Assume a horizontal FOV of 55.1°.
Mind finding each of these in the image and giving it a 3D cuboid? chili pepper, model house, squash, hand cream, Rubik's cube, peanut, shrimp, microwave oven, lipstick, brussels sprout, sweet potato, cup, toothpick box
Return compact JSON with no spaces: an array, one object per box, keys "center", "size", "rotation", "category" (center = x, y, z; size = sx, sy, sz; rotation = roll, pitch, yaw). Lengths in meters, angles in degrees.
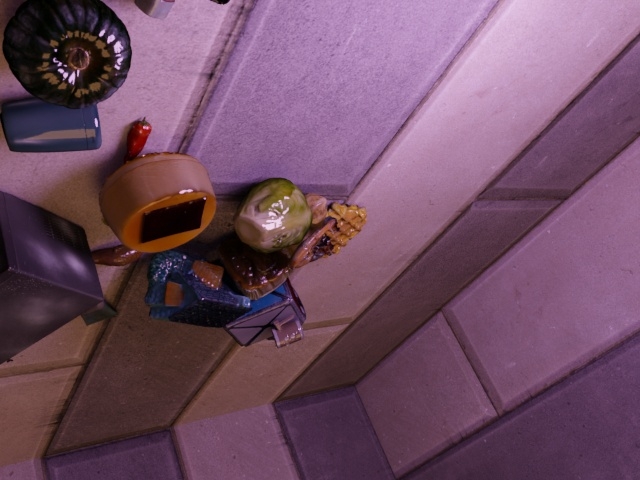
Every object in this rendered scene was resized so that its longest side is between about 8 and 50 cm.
[{"center":[-0.444,-0.226,1.464],"size":[0.045,0.027,0.178],"rotation":[-1,148,-40],"category":"chili pepper"},{"center":[-0.359,0.150,1.874],"size":[0.241,0.226,0.261],"rotation":[3,171,35],"category":"model house"},{"center":[-0.448,-0.340,1.098],"size":[0.218,0.173,0.218],"rotation":[-22,154,-12],"category":"squash"},{"center":[-0.735,0.211,1.958],"size":[0.111,0.070,0.312],"rotation":[-22,157,-12],"category":"hand cream"},{"center":[-0.227,0.191,2.135],"size":[0.260,0.259,0.255],"rotation":[-26,152,-2],"category":"Rubik's cube"},{"center":[-0.058,-0.060,1.969],"size":[0.253,0.122,0.137],"rotation":[-47,178,32],"category":"peanut"},{"center":[-0.006,-0.006,1.886],"size":[0.178,0.075,0.289],"rotation":[-52,163,28],"category":"shrimp"},{"center":[-0.826,0.124,1.535],"size":[0.431,0.236,0.374],"rotation":[-30,152,10],"category":"microwave oven"},{"center":[-0.267,-0.496,1.109],"size":[0.186,0.057,0.063],"rotation":[-49,173,28],"category":"lipstick"},{"center":[-0.142,-0.066,1.772],"size":[0.219,0.210,0.271],"rotation":[-23,-172,28],"category":"brussels sprout"},{"center":[-0.606,0.048,1.776],"size":[0.226,0.068,0.068],"rotation":[-11,150,-25],"category":"sweet potato"},{"center":[-0.115,0.305,2.098],"size":[0.099,0.102,0.074],"rotation":[-18,-169,-11],"category":"cup"},{"center":[-0.550,-0.237,1.256],"size":[0.184,0.120,0.120],"rotation":[-10,150,-22],"category":"toothpick box"}]

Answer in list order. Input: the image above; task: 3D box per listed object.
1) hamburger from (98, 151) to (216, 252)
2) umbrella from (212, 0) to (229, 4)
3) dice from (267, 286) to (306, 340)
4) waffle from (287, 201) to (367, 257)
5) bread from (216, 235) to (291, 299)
[{"center":[-0.410,-0.103,1.543],"size":[0.300,0.176,0.300],"rotation":[-24,157,-11],"category":"hamburger"},{"center":[-0.167,-0.481,1.150],"size":[0.224,0.071,0.080],"rotation":[-19,153,-53],"category":"umbrella"},{"center":[-0.175,0.268,2.397],"size":[0.182,0.183,0.181],"rotation":[-29,151,6],"category":"dice"},{"center":[0.024,-0.022,2.182],"size":[0.329,0.062,0.329],"rotation":[-20,152,-11],"category":"waffle"},{"center":[-0.209,0.064,1.973],"size":[0.192,0.210,0.110],"rotation":[-31,164,-12],"category":"bread"}]
